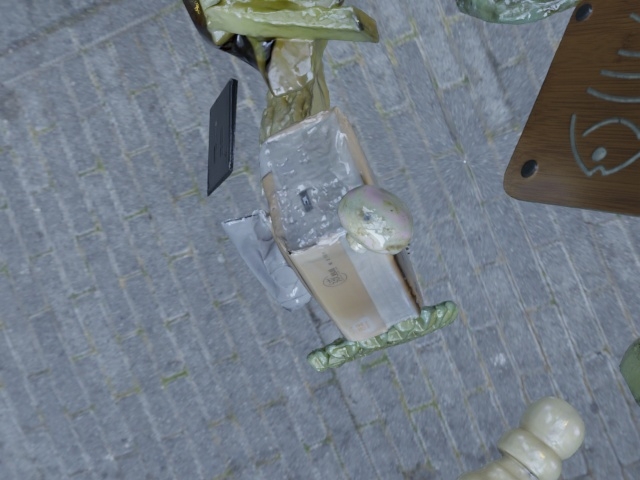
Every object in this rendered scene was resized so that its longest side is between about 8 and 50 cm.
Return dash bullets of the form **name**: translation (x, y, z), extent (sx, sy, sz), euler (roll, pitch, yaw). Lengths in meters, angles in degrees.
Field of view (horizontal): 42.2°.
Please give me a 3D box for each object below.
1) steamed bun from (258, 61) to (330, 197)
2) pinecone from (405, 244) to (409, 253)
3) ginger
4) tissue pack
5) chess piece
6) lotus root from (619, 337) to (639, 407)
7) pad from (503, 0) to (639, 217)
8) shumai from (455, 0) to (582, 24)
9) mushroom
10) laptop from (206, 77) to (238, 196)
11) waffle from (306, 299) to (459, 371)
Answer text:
- **steamed bun**: translation (-0.066, -0.217, 1.810), extent (0.189, 0.247, 0.427), euler (-14, 50, 17)
- **pinecone**: translation (0.127, 0.012, 1.493), extent (0.077, 0.077, 0.083), euler (19, 81, 8)
- **ginger**: translation (-0.058, -0.477, 1.358), extent (0.358, 0.211, 0.413), euler (-37, 105, -22)
- **tissue pack**: translation (0.000, 0.000, 1.221), extent (0.239, 0.305, 0.238), euler (-9, 59, 15)
- **chess piece**: translation (0.367, 0.416, 1.532), extent (0.167, 0.167, 0.299), euler (40, 79, 4)
- **lotus root**: translation (0.596, 0.217, 1.472), extent (0.070, 0.143, 0.144), euler (14, 115, -10)
- **pad**: translation (0.348, -0.161, 0.921), extent (0.018, 0.287, 0.283), euler (27, 84, -31)
- **shumai**: translation (0.384, -0.581, 1.586), extent (0.310, 0.304, 0.263), euler (4, 123, 31)
- **mushroom**: translation (0.056, -0.019, 0.862), extent (0.083, 0.083, 0.067), euler (42, 121, 4)
- **laptop**: translation (-0.191, -0.194, 1.575), extent (0.016, 0.135, 0.197), euler (11, 66, -25)
- **waffle**: translation (0.129, 0.190, 1.658), extent (0.292, 0.309, 0.056), euler (-24, 78, 23)
